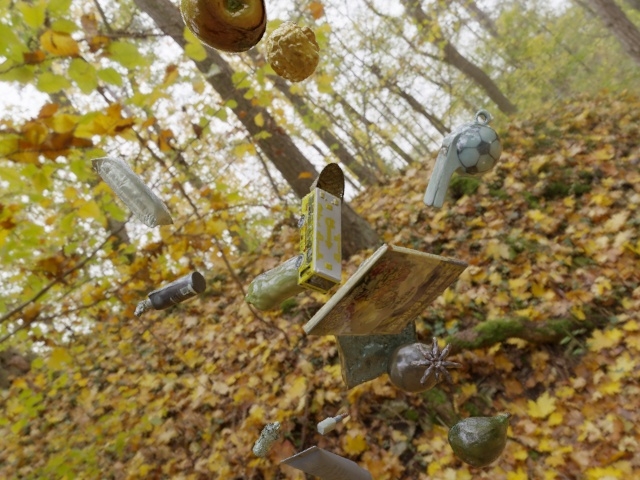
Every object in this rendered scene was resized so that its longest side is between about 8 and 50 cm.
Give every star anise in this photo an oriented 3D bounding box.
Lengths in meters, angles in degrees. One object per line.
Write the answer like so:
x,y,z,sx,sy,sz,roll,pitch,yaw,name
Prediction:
0.308,0.325,1.457,0.141,0.141,0.042,-44,-19,-5,star anise

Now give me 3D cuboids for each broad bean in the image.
-0.114,0.134,1.804,0.291,0.119,0.238,-29,1,-23,broad bean

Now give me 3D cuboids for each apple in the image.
-0.252,-0.608,1.424,0.237,0.237,0.207,-44,18,-5,apple

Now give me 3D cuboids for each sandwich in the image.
0.202,0.362,1.936,0.301,0.271,0.099,-14,10,-6,sandwich

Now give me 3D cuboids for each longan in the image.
0.315,0.423,1.814,0.187,0.167,0.167,-10,-3,7,longan

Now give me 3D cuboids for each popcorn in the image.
-0.082,-0.576,1.662,0.180,0.180,0.170,-47,19,19,popcorn

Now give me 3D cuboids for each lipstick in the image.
0.039,0.492,1.477,0.107,0.025,0.025,-16,-63,-39,lipstick

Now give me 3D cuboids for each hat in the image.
0.000,-0.131,1.403,0.146,0.067,0.145,-23,-62,-54,hat

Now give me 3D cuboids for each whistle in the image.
0.400,-0.212,1.473,0.163,0.164,0.289,-21,-53,-75,whistle

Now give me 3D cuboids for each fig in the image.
0.385,0.454,1.260,0.178,0.117,0.117,-11,-25,-32,fig

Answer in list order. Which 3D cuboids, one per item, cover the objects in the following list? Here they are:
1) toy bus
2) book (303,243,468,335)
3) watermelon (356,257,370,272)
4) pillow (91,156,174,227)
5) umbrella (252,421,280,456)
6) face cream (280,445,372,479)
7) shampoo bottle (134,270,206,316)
0.000,0.000,1.135,0.074,0.081,0.226,-38,37,40,toy bus
0.138,0.106,1.040,0.323,0.018,0.228,11,-52,-49,book
0.151,0.112,1.546,0.105,0.105,0.133,-36,-32,-53,watermelon
-0.503,-0.130,1.480,0.078,0.254,0.144,-43,-4,2,pillow
-0.190,0.708,1.944,0.143,0.067,0.062,-53,-36,3,umbrella
0.042,0.744,1.776,0.136,0.385,0.086,-32,43,21,face cream
-0.384,0.140,1.372,0.208,0.057,0.063,-25,4,25,shampoo bottle
